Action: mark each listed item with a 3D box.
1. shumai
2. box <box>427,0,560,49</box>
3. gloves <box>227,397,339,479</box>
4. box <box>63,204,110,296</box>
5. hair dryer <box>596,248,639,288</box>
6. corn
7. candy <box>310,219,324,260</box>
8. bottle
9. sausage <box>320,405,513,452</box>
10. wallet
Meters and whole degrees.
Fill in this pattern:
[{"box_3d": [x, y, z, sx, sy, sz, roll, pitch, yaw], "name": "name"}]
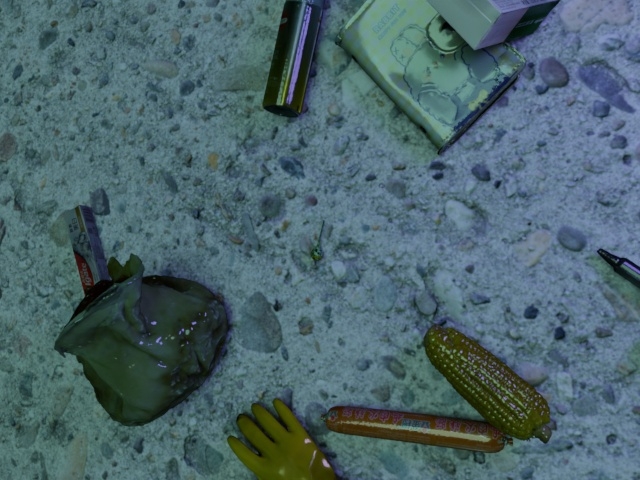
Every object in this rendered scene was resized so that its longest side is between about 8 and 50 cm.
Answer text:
[{"box_3d": [-0.370, 0.197, 1.041, 0.292, 0.288, 0.330, 24, 86, 12], "name": "shumai"}, {"box_3d": [0.296, -0.414, 0.940, 0.135, 0.199, 0.081, 53, 142, 16], "name": "box"}, {"box_3d": [-0.054, 0.425, 1.049, 0.294, 0.116, 0.133, 38, 70, 26], "name": "gloves"}, {"box_3d": [-0.527, 0.029, 1.249, 0.055, 0.039, 0.218, -21, 80, 14], "name": "box"}, {"box_3d": [0.561, 0.063, 0.899, 0.173, 0.050, 0.195, -40, 72, 8], "name": "hair dryer"}, {"box_3d": [0.285, 0.244, 0.946, 0.262, 0.097, 0.097, 42, 99, 19], "name": "corn"}, {"box_3d": [0.000, 0.000, 1.095, 0.023, 0.025, 0.083, 18, 81, -24], "name": "candy"}, {"box_3d": [-0.049, -0.398, 1.107, 0.082, 0.082, 0.286, 12, 89, 18], "name": "bottle"}, {"box_3d": [0.166, 0.339, 0.996, 0.348, 0.053, 0.053, 1, 86, 18], "name": "sausage"}, {"box_3d": [0.199, -0.346, 1.027, 0.223, 0.077, 0.309, -44, 77, 12], "name": "wallet"}]
